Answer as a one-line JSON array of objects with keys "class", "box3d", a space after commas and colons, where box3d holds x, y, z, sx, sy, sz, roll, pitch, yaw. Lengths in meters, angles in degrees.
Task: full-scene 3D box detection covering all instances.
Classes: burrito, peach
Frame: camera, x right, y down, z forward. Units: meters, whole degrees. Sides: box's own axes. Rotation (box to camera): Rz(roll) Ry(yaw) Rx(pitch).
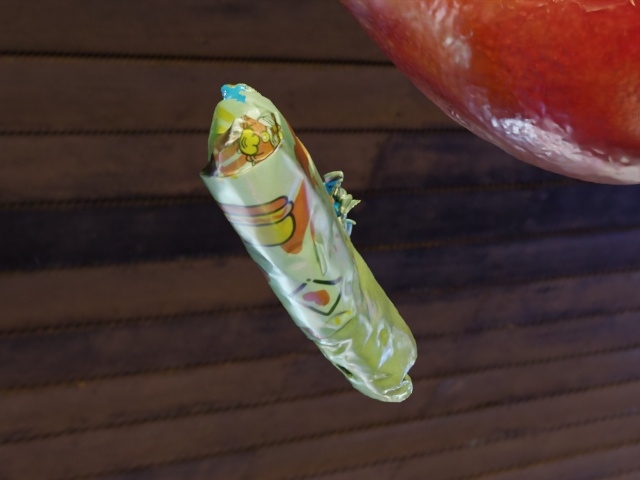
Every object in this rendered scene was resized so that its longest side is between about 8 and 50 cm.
[{"class": "burrito", "box3d": [0.000, 0.000, 0.789, 0.054, 0.104, 0.288, -12, 139, 17]}, {"class": "peach", "box3d": [0.198, -0.157, 0.820, 0.362, 0.201, 0.257, -10, 128, -14]}]
